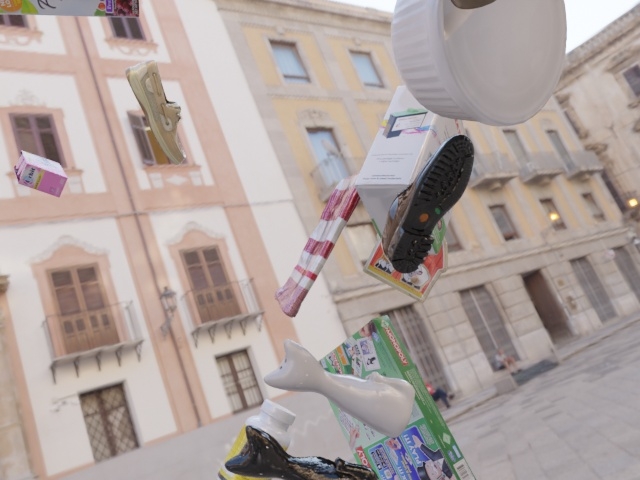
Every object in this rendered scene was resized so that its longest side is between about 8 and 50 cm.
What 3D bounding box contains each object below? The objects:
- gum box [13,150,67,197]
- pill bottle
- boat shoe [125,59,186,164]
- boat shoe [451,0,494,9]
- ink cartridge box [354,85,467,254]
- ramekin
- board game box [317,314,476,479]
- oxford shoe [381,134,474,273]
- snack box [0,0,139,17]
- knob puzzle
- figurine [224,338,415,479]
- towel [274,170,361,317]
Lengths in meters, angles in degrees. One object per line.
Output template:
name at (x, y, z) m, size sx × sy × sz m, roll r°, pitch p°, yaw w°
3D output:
gum box at (-0.780, -0.189, 1.589) m, size 0.107 × 0.188 × 0.062 m, roll 22°, pitch -83°, yaw -36°
pill bottle at (-0.124, 0.424, 1.161) m, size 0.184 × 0.103 × 0.103 m, roll -62°, pitch -11°, yaw -12°
boat shoe at (-0.444, -0.359, 1.626) m, size 0.098 × 0.302 × 0.109 m, roll -23°, pitch 28°, yaw -5°
boat shoe at (0.182, -0.410, 0.635) m, size 0.111 × 0.307 × 0.104 m, roll -9°, pitch -31°, yaw 33°
ink cartridge box at (0.191, -0.143, 1.120) m, size 0.117 × 0.278 × 0.201 m, roll 4°, pitch -36°, yaw 31°
ramekin at (0.222, -0.300, 0.825) m, size 0.273 × 0.273 × 0.127 m, roll -12°, pitch 12°, yaw -32°
board game box at (0.120, 0.326, 1.050) m, size 0.046 × 0.317 × 0.213 m, roll -8°, pitch -27°, yaw -42°
oxford shoe at (0.155, -0.068, 0.892) m, size 0.083 × 0.096 × 0.227 m, roll 23°, pitch -74°, yaw -28°
snack box at (-0.252, -0.273, 0.559) m, size 0.141 × 0.037 × 0.100 m, roll -14°, pitch -59°, yaw -37°
knob puzzle at (0.212, 0.024, 1.350) m, size 0.213 × 0.213 × 0.030 m, roll -27°, pitch -22°, yaw 16°
figurine at (0.000, 0.264, 0.808) m, size 0.209 × 0.215 × 0.092 m, roll 23°, pitch -3°, yaw -8°
towel at (0.000, 0.000, 1.202) m, size 0.329 × 0.037 × 0.237 m, roll -61°, pitch 8°, yaw -4°
